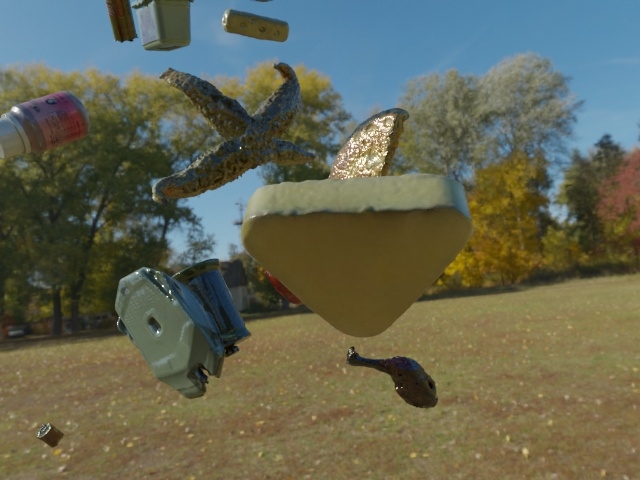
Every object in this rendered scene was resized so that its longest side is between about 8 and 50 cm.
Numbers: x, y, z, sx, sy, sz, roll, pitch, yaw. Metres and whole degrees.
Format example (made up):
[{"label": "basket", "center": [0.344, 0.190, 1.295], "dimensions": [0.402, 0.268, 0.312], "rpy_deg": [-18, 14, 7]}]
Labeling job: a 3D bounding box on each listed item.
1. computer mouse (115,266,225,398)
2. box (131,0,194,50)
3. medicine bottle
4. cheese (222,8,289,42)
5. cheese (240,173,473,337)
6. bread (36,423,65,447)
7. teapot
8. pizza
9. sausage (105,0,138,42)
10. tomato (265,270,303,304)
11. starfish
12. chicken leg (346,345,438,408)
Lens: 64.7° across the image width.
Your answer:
[{"label": "computer mouse", "center": [-0.418, 0.247, 1.439], "dimensions": [0.228, 0.429, 0.145], "rpy_deg": [-50, -23, 12]}, {"label": "box", "center": [-0.609, -0.844, 1.968], "dimensions": [0.175, 0.182, 0.312], "rpy_deg": [-12, 18, -31]}, {"label": "medicine bottle", "center": [-0.789, -0.320, 1.414], "dimensions": [0.147, 0.147, 0.247], "rpy_deg": [-13, 18, 49]}, {"label": "cheese", "center": [-0.177, -0.593, 1.400], "dimensions": [0.194, 0.043, 0.065], "rpy_deg": [-3, -43, -29]}, {"label": "cheese", "center": [0.068, 0.046, 0.929], "dimensions": [0.384, 0.104, 0.384], "rpy_deg": [2, -45, 2]}, {"label": "bread", "center": [-0.773, 0.556, 1.443], "dimensions": [0.036, 0.047, 0.083], "rpy_deg": [19, -36, 22]}, {"label": "teapot", "center": [-0.385, 0.261, 1.831], "dimensions": [0.200, 0.337, 0.270], "rpy_deg": [-26, -10, -6]}, {"label": "pizza", "center": [0.147, -0.237, 1.474], "dimensions": [0.086, 0.226, 0.335], "rpy_deg": [9, -40, -41]}, {"label": "sausage", "center": [-0.608, -0.774, 1.479], "dimensions": [0.082, 0.082, 0.371], "rpy_deg": [-5, -45, -9]}, {"label": "tomato", "center": [-0.060, 0.085, 1.528], "dimensions": [0.139, 0.200, 0.233], "rpy_deg": [-38, -9, 11]}, {"label": "starfish", "center": [-0.208, -0.270, 1.167], "dimensions": [0.432, 0.324, 0.082], "rpy_deg": [-16, -4, -25]}, {"label": "chicken leg", "center": [0.173, 0.304, 1.136], "dimensions": [0.253, 0.051, 0.106], "rpy_deg": [36, -57, -15]}]
